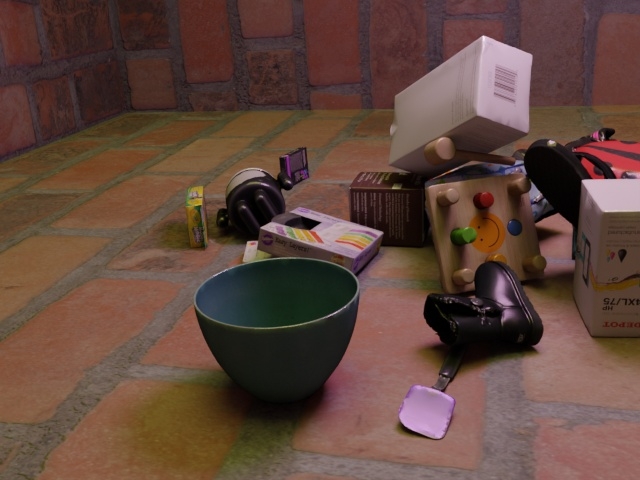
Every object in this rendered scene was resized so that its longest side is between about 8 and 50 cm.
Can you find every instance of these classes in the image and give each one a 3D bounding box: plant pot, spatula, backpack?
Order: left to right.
[{"bbox_3d":[-0.070,0.174,1.271,0.291,0.195,0.290,-4,21,1],"label":"plant pot"},{"bbox_3d":[0.217,0.248,1.256,0.084,0.030,0.296,17,25,19],"label":"spatula"},{"bbox_3d":[0.430,-0.098,1.864,0.356,0.273,0.290,-37,25,-31],"label":"backpack"}]

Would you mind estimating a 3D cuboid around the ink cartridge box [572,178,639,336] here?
[{"bbox_3d":[0.634,0.032,1.420,0.198,0.269,0.197,-1,23,8],"label":"ink cartridge box"}]

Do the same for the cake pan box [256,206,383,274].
[{"bbox_3d":[0.000,0.000,1.805,0.267,0.070,0.246,18,20,19],"label":"cake pan box"}]

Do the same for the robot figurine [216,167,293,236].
[{"bbox_3d":[-0.196,-0.118,2.087,0.209,0.173,0.278,6,19,-11],"label":"robot figurine"}]

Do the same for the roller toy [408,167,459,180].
[{"bbox_3d":[0.350,-0.144,2.103,0.210,0.146,0.191,4,23,18],"label":"roller toy"}]

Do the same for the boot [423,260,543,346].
[{"bbox_3d":[0.303,0.118,1.414,0.207,0.094,0.246,5,33,-18],"label":"boot"}]

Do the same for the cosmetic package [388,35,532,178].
[{"bbox_3d":[0.336,-0.316,1.764,0.156,0.217,0.385,14,-16,-23],"label":"cosmetic package"}]

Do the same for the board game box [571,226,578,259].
[{"bbox_3d":[0.662,-0.042,1.813,0.026,0.126,0.186,3,21,18],"label":"board game box"}]

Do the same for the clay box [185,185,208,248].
[{"bbox_3d":[-0.358,-0.066,2.048,0.053,0.127,0.222,-6,20,-5],"label":"clay box"}]

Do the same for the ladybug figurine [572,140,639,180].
[{"bbox_3d":[0.868,-0.169,1.982,0.450,0.161,0.305,20,47,40],"label":"ladybug figurine"}]

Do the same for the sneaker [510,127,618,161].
[{"bbox_3d":[0.853,-0.265,2.257,0.483,0.202,0.185,5,22,22],"label":"sneaker"}]

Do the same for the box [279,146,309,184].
[{"bbox_3d":[-0.093,-0.263,2.536,0.029,0.115,0.162,7,22,28],"label":"box"}]

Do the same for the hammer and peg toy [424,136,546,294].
[{"bbox_3d":[0.377,-0.072,1.633,0.266,0.360,0.127,-8,-4,-15],"label":"hammer and peg toy"}]

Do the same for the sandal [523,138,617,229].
[{"bbox_3d":[0.617,-0.101,1.611,0.107,0.446,0.168,-57,29,-12],"label":"sandal"}]

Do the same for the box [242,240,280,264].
[{"bbox_3d":[-0.105,0.038,1.857,0.186,0.038,0.145,-3,21,0],"label":"box"}]

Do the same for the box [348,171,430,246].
[{"bbox_3d":[0.194,-0.091,1.960,0.203,0.166,0.168,2,21,14],"label":"box"}]
